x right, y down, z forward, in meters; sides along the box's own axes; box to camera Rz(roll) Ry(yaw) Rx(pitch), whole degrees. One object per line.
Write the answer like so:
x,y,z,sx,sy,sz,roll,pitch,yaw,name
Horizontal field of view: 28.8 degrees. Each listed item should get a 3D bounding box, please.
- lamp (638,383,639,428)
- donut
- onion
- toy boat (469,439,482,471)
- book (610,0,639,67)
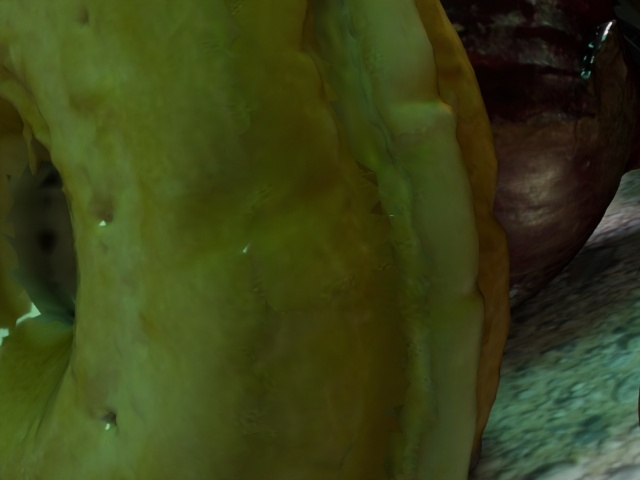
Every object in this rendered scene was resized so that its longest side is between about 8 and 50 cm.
0.212,0.070,0.472,0.182,0.140,0.182,-4,14,1,lamp
-0.093,0.002,0.617,0.449,0.448,0.198,-9,-3,45,donut
0.123,-0.097,0.922,0.385,0.347,0.348,5,6,-19,onion
0.000,0.000,0.730,0.096,0.282,0.206,-24,15,-26,toy boat
0.273,-0.161,0.977,0.028,0.263,0.374,-54,18,-3,book
